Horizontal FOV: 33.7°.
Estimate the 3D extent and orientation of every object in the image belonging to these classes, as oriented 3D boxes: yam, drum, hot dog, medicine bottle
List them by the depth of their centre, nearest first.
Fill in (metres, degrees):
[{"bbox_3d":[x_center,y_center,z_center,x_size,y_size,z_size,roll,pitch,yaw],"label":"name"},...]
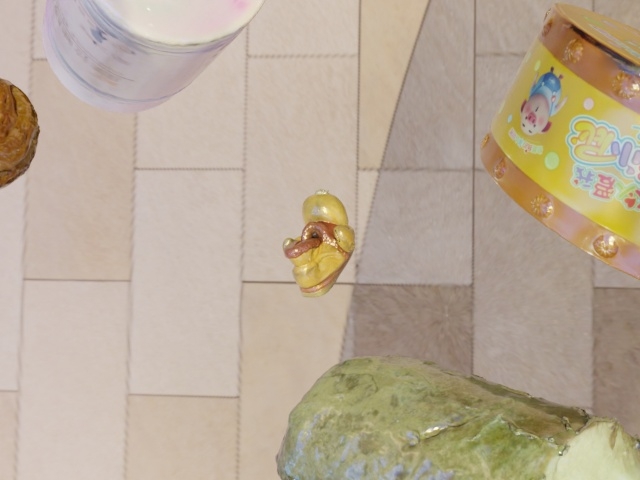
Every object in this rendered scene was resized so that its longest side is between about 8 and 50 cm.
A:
[{"bbox_3d":[-0.207,-0.033,0.570,0.065,0.147,0.099,43,122,-12],"label":"hot dog"},{"bbox_3d":[-0.144,-0.200,0.870,0.152,0.254,0.152,2,84,-20],"label":"medicine bottle"},{"bbox_3d":[0.117,0.213,0.940,0.300,0.195,0.195,12,87,40],"label":"yam"},{"bbox_3d":[0.428,-0.117,1.337,0.431,0.431,0.214,28,113,8],"label":"drum"}]

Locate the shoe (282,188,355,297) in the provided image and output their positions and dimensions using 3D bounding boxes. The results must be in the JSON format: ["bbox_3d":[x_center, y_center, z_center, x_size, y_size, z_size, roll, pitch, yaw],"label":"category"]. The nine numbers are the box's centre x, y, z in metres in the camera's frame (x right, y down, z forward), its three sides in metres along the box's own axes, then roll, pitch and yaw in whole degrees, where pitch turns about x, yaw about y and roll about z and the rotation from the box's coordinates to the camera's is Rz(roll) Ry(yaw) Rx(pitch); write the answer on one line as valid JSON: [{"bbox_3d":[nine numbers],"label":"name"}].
[{"bbox_3d":[0.002,0.002,1.066,0.072,0.069,0.109,10,53,42],"label":"shoe"}]
